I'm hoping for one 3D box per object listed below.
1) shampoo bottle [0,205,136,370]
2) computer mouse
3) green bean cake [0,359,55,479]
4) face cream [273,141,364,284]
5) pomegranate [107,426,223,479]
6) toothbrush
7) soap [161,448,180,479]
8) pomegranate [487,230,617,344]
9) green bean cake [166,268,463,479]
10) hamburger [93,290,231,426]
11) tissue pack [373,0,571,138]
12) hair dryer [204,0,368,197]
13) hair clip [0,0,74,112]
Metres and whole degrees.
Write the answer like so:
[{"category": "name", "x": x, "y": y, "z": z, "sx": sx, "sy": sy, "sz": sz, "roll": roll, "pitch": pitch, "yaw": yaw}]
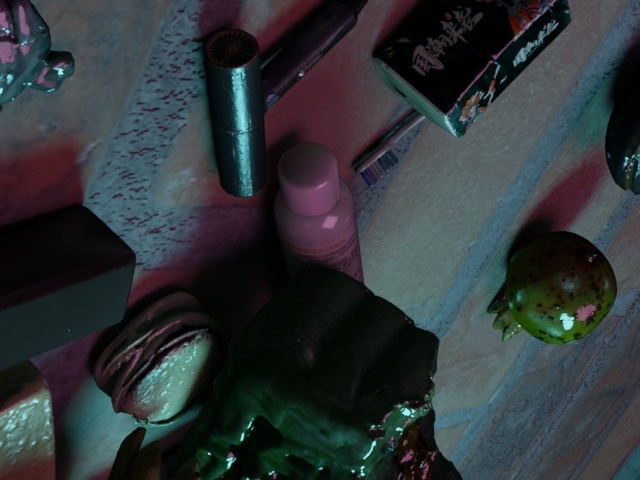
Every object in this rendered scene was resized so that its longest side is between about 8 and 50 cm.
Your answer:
[{"category": "shampoo bottle", "x": -0.260, "y": 0.051, "z": 1.021, "sx": 0.246, "sy": 0.080, "sz": 0.079, "roll": -22, "pitch": 141, "yaw": -42}, {"category": "computer mouse", "x": 0.471, "y": -0.184, "z": 1.768, "sx": 0.323, "sy": 0.116, "sz": 0.183, "roll": -37, "pitch": 150, "yaw": -37}, {"category": "green bean cake", "x": -0.288, "y": 0.171, "z": 1.127, "sx": 0.109, "sy": 0.085, "sz": 0.179, "roll": -33, "pitch": 150, "yaw": -32}, {"category": "face cream", "x": 0.000, "y": 0.000, "z": 1.340, "sx": 0.082, "sy": 0.082, "sz": 0.269, "roll": -39, "pitch": 152, "yaw": -19}, {"category": "pomegranate", "x": -0.251, "y": 0.332, "z": 1.247, "sx": 0.358, "sy": 0.216, "sz": 0.310, "roll": -62, "pitch": 179, "yaw": -3}, {"category": "toothbrush", "x": 0.149, "y": -0.162, "z": 1.417, "sx": 0.304, "sy": 0.030, "sz": 0.030, "roll": -43, "pitch": 152, "yaw": -17}, {"category": "soap", "x": -0.145, "y": 0.310, "z": 1.524, "sx": 0.259, "sy": 0.081, "sz": 0.181, "roll": -27, "pitch": 146, "yaw": -37}, {"category": "pomegranate", "x": 0.314, "y": 0.075, "z": 1.846, "sx": 0.159, "sy": 0.159, "sz": 0.205, "roll": -19, "pitch": 166, "yaw": -45}, {"category": "green bean cake", "x": 0.024, "y": 0.219, "z": 1.332, "sx": 0.169, "sy": 0.300, "sz": 0.308, "roll": -48, "pitch": 171, "yaw": -48}, {"category": "hamburger", "x": -0.151, "y": 0.116, "z": 1.288, "sx": 0.133, "sy": 0.062, "sz": 0.140, "roll": -41, "pitch": 154, "yaw": -12}, {"category": "tissue pack", "x": 0.147, "y": -0.193, "z": 1.290, "sx": 0.170, "sy": 0.103, "sz": 0.090, "roll": -47, "pitch": 160, "yaw": -2}, {"category": "hair dryer", "x": -0.019, "y": -0.146, "z": 1.170, "sx": 0.195, "sy": 0.050, "sz": 0.173, "roll": -39, "pitch": 155, "yaw": -26}, {"category": "hair clip", "x": -0.273, "y": -0.171, "z": 0.731, "sx": 0.358, "sy": 0.110, "sz": 0.096, "roll": 37, "pitch": 53, "yaw": -59}]
